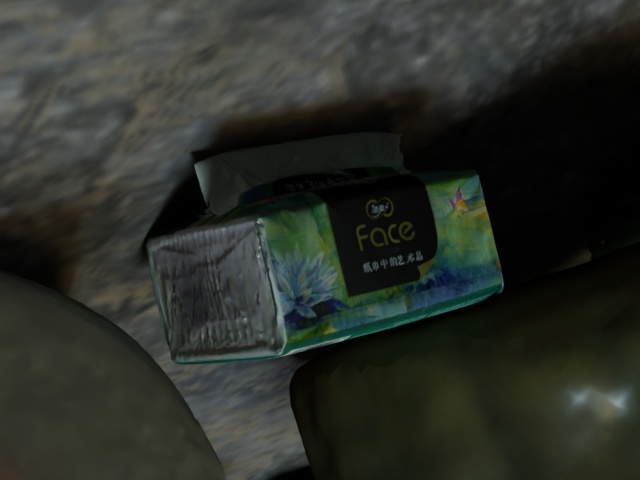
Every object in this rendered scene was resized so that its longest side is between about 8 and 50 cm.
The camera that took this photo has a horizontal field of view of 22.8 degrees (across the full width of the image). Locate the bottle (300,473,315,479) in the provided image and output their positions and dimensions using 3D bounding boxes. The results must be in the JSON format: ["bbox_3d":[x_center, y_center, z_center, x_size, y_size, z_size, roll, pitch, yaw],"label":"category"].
[{"bbox_3d":[-0.059,0.290,1.009,0.144,0.144,0.336,-1,143,-49],"label":"bottle"}]

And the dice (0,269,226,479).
[{"bbox_3d":[-0.156,0.181,0.554,0.243,0.259,0.251,-15,151,-29],"label":"dice"}]

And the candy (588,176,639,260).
[{"bbox_3d":[0.358,-0.066,0.818,0.398,0.172,0.263,-10,145,-16],"label":"candy"}]

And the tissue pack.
[{"bbox_3d":[-0.001,-0.001,0.621,0.111,0.079,0.085,-12,180,-36],"label":"tissue pack"}]

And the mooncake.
[{"bbox_3d":[0.141,0.087,0.738,0.290,0.161,0.290,-19,176,-1],"label":"mooncake"}]
